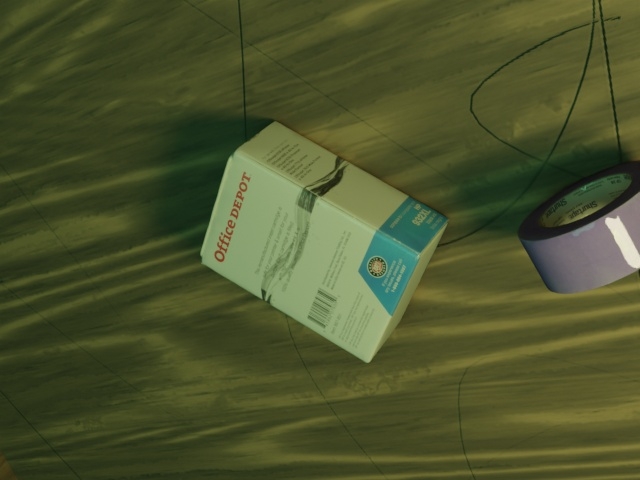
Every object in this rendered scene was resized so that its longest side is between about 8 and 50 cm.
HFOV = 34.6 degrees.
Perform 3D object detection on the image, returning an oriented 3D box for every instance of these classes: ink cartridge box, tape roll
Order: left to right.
[{"bbox_3d":[0.000,0.000,1.525,0.307,0.129,0.223,30,128,11],"label":"ink cartridge box"},{"bbox_3d":[0.346,-0.018,1.277,0.189,0.189,0.080,-24,103,37],"label":"tape roll"}]
